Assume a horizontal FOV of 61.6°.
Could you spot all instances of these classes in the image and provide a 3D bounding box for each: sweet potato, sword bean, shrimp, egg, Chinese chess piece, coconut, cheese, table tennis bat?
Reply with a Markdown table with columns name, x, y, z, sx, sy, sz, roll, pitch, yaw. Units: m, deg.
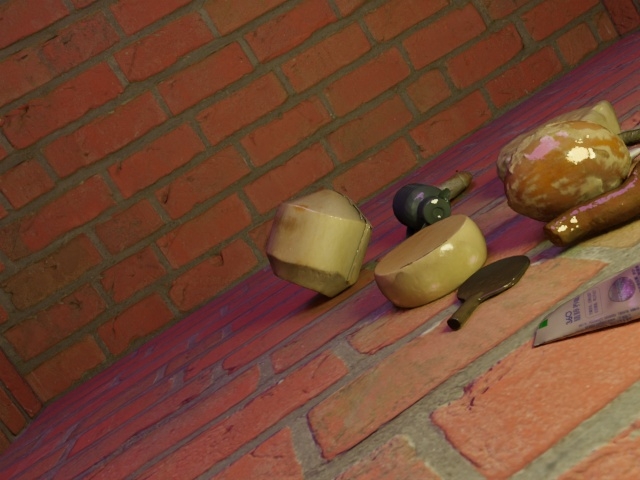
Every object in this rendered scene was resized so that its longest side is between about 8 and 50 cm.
| name | x | y | z | sx | sy | sz | roll | pitch | yaw |
| --- | --- | --- | --- | --- | --- | --- | --- | --- | --- |
| sweet potato | 0.551 | -0.105 | 0.874 | 0.385 | 0.109 | 0.109 | -42 | 5 | 14 |
| sword bean | 0.767 | -0.254 | 1.194 | 0.043 | 0.038 | 0.269 | -22 | 3 | -24 |
| shrimp | 0.391 | -0.144 | 1.868 | 0.360 | 0.085 | 0.247 | -33 | -2 | -36 |
| egg | 0.459 | -0.126 | 1.013 | 0.233 | 0.194 | 0.195 | -31 | 7 | -10 |
| Chinese chess piece | 0.237 | 0.045 | 1.160 | 0.251 | 0.097 | 0.251 | -32 | 7 | 4 |
| coconut | 0.000 | 0.000 | 1.570 | 0.323 | 0.322 | 0.323 | -31 | 8 | 5 |
| cheese | 0.632 | -0.253 | 1.449 | 0.327 | 0.115 | 0.318 | -28 | 9 | 18 |
| table tennis bat | 0.293 | 0.088 | 0.966 | 0.234 | 0.022 | 0.131 | -35 | 9 | -39 |

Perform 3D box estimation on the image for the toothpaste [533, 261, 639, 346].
| name | x | y | z | sx | sy | sz | roll | pitch | yaw |
| --- | --- | --- | --- | --- | --- | --- | --- | --- | --- |
| toothpaste | 0.394 | 0.058 | 0.642 | 0.301 | 0.048 | 0.075 | -34 | 32 | 42 |

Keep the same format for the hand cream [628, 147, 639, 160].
| name | x | y | z | sx | sy | sz | roll | pitch | yaw |
| --- | --- | --- | --- | --- | --- | --- | --- | --- | --- |
| hand cream | 0.565 | -0.127 | 1.139 | 0.255 | 0.048 | 0.079 | -32 | 6 | -5 |

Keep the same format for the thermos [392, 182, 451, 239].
| name | x | y | z | sx | sy | sz | roll | pitch | yaw |
| --- | --- | --- | --- | --- | --- | --- | --- | --- | --- |
| thermos | 0.301 | -0.082 | 1.596 | 0.182 | 0.145 | 0.286 | -63 | 6 | 7 |
